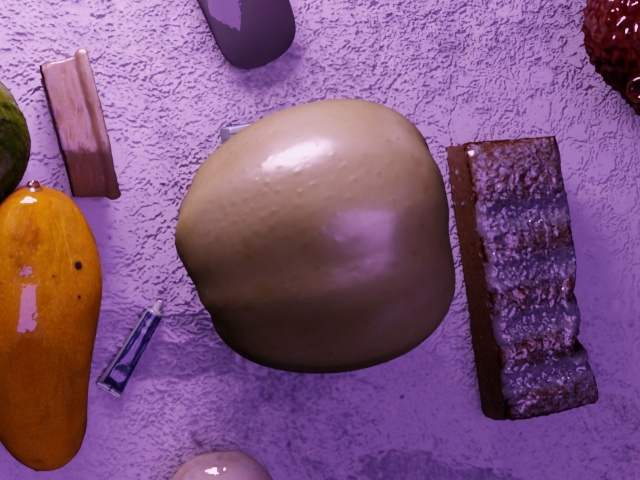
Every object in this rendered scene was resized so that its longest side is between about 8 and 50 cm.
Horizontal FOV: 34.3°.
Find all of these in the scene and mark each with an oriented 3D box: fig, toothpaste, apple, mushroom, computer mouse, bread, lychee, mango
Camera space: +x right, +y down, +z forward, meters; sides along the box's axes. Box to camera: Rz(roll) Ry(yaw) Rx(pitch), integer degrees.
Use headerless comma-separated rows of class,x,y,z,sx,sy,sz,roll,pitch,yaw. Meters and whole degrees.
fig,-0.427,-0.120,1.185,0.203,0.235,0.203,1,86,-21
toothpaste,-0.246,0.140,1.374,0.037,0.021,0.140,32,82,-12
apple,0.000,0.000,1.302,0.357,0.357,0.357,0,91,-21
mushroom,-0.131,0.354,1.375,0.154,0.122,0.154,2,61,-3
computer mouse,-0.116,-0.347,1.395,0.120,0.057,0.232,-27,101,-19
bread,0.297,0.053,1.535,0.165,0.113,0.416,-11,94,-23
lychee,0.544,-0.312,1.529,0.306,0.306,0.330,43,73,-17
mango,-0.341,0.108,1.254,0.144,0.187,0.359,2,93,14

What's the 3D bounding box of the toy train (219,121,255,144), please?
toy train,-0.020,-0.152,1.439,0.234,0.051,0.052,-12,99,-21

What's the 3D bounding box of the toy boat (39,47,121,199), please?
toy boat,-0.301,-0.137,1.298,0.061,0.116,0.188,-15,94,-16
